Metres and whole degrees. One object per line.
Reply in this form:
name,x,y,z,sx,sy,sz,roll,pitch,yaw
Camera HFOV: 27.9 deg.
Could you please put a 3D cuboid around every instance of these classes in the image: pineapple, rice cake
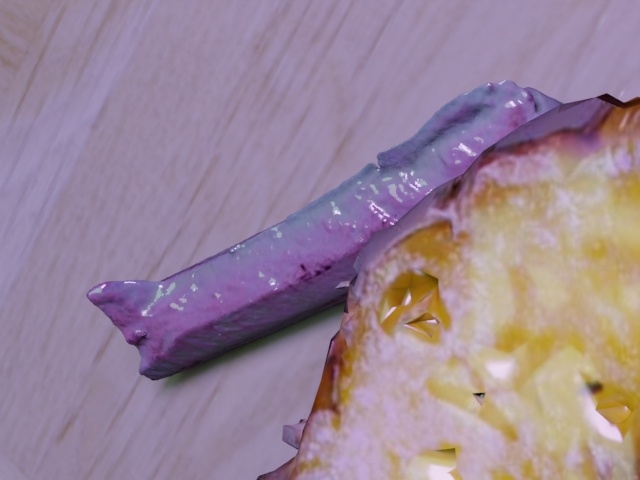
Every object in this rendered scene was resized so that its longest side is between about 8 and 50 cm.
pineapple,0.176,0.112,0.378,0.352,0.300,0.352,-10,71,32
rice cake,0.003,0.001,0.668,0.290,0.081,0.051,-26,51,27
